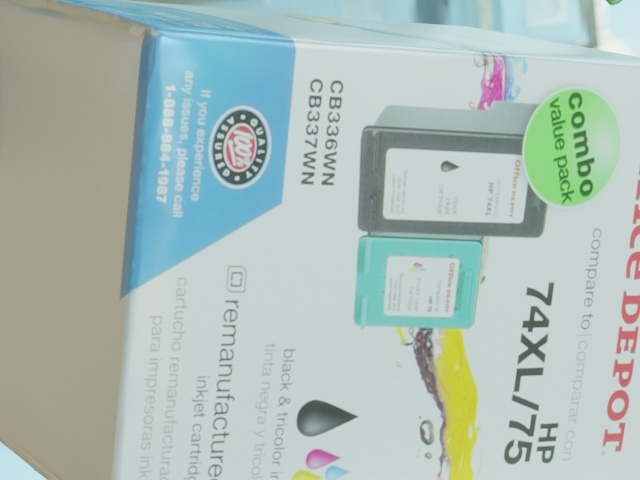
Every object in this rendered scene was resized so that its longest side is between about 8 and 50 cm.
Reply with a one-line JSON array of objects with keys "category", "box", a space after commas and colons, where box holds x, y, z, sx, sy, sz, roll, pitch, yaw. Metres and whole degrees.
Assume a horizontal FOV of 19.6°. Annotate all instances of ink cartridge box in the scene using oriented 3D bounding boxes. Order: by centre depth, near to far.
[{"category": "ink cartridge box", "box": [0.000, 0.000, 0.836, 0.197, 0.270, 0.198, 21, -72, 59]}]

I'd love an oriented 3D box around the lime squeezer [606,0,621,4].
[{"category": "lime squeezer", "box": [0.099, -0.277, 1.009, 0.059, 0.110, 0.310, -29, 112, -77]}]
